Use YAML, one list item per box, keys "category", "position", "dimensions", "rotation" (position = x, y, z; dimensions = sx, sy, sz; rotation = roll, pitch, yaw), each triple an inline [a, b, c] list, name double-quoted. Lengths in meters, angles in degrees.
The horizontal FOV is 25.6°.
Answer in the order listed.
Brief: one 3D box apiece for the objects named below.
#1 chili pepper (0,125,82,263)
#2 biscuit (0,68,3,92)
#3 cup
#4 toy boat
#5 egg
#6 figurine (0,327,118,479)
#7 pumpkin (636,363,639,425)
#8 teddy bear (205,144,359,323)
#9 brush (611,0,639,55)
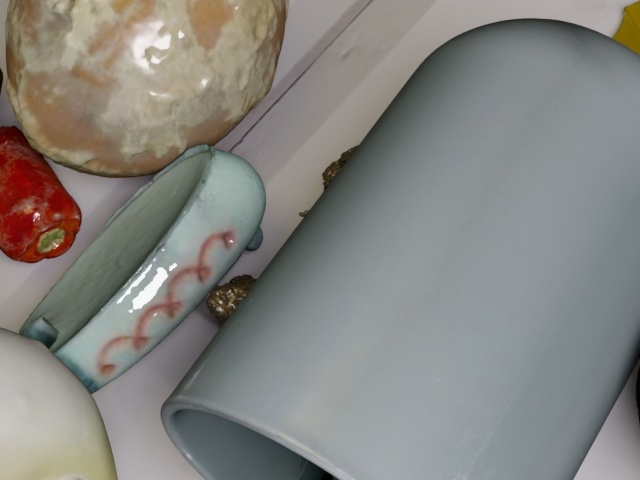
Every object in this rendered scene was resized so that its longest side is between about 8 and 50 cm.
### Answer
- category: "chili pepper"
  position: [-0.228, -0.034, 1.074]
  dimensions: [0.073, 0.070, 0.123]
  rotation: [-15, 40, -26]
- category: "biscuit"
  position: [-0.346, -0.065, 1.102]
  dimensions: [0.213, 0.091, 0.274]
  rotation: [-20, 35, 52]
- category: "cup"
  position: [0.080, 0.036, 0.790]
  dimensions: [0.205, 0.205, 0.312]
  rotation: [20, 62, 35]
- category: "toy boat"
  position: [-0.114, 0.028, 0.966]
  dimensions: [0.208, 0.079, 0.134]
  rotation: [-49, 21, -9]
- category: "egg"
  position: [-0.128, -0.153, 1.035]
  dimensions: [0.203, 0.203, 0.245]
  rotation: [13, 60, 32]
- category: "figurine"
  position: [-0.233, 0.242, 0.779]
  dimensions: [0.274, 0.226, 0.394]
  rotation: [-6, 63, -16]
- category: "pumpkin"
  position: [0.269, 0.077, 0.702]
  dimensions: [0.223, 0.157, 0.224]
  rotation: [-19, 33, 13]
- category: "teddy bear"
  position: [0.005, 0.008, 0.922]
  dimensions: [0.078, 0.119, 0.160]
  rotation: [44, 94, 7]
- category: "brush"
  position: [0.184, -0.117, 0.988]
  dimensions: [0.205, 0.011, 0.083]
  rotation: [-23, 49, 8]
